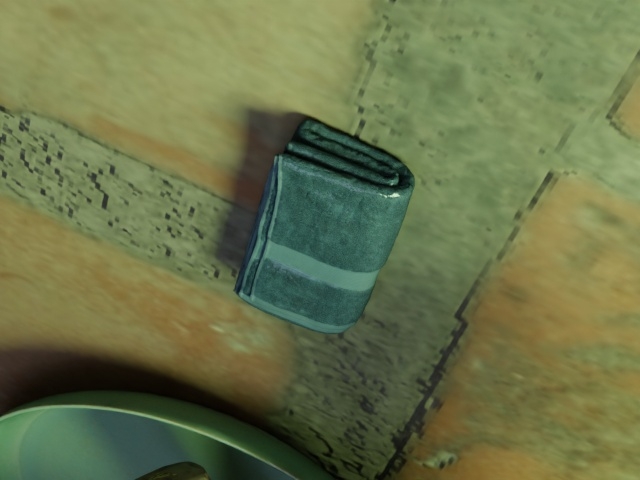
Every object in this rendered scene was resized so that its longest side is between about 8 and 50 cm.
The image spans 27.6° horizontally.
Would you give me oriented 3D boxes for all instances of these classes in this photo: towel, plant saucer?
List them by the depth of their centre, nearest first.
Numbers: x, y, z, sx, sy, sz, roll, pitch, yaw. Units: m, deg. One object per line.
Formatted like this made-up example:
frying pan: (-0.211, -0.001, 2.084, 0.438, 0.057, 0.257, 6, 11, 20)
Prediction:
towel: (0.000, 0.000, 0.629, 0.067, 0.029, 0.119, 22, 138, 2)
plant saucer: (-0.084, 0.199, 0.858, 0.317, 0.044, 0.318, 13, 136, 13)

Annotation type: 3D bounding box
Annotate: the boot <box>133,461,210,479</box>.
boot: (-0.094, 0.177, 0.781, 0.106, 0.037, 0.114, -15, 129, 19)
